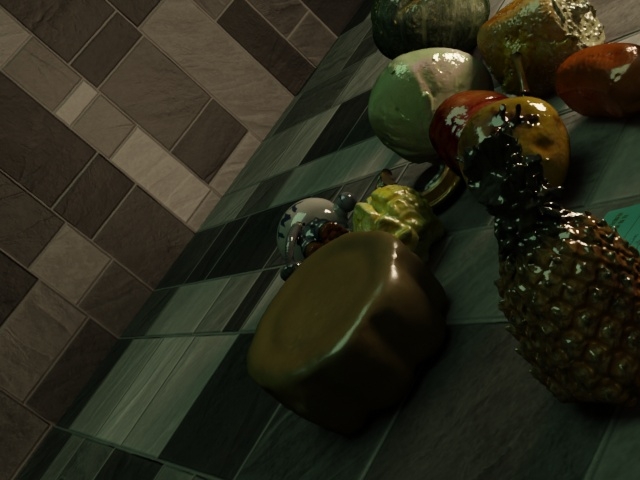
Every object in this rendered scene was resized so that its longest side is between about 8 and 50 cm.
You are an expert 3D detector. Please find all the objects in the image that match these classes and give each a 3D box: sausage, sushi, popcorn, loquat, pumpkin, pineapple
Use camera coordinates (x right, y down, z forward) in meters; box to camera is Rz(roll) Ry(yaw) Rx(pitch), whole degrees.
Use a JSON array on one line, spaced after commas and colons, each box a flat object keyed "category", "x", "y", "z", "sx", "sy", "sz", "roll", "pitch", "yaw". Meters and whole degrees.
[{"category": "sausage", "x": 0.518, "y": -0.290, "z": 1.544, "sx": 0.133, "sy": 0.133, "sz": 0.258, "roll": -49, "pitch": 18, "yaw": -2}, {"category": "sushi", "x": 0.163, "y": -0.143, "z": 2.188, "sx": 0.083, "sy": 0.044, "sz": 0.046, "roll": -75, "pitch": 10, "yaw": -56}, {"category": "popcorn", "x": 0.156, "y": -0.020, "z": 1.760, "sx": 0.167, "sy": 0.188, "sz": 0.185, "roll": 24, "pitch": 59, "yaw": 33}, {"category": "loquat", "x": 0.339, "y": -0.152, "z": 1.532, "sx": 0.213, "sy": 0.213, "sz": 0.213, "roll": -42, "pitch": 20, "yaw": 19}, {"category": "pumpkin", "x": 0.291, "y": -0.610, "z": 2.370, "sx": 0.291, "sy": 0.327, "sz": 0.258, "roll": -137, "pitch": 48, "yaw": -66}, {"category": "pineapple", "x": 0.290, "y": 0.027, "z": 1.093, "sx": 0.202, "sy": 0.362, "sz": 0.202, "roll": -35, "pitch": 5, "yaw": 4}]

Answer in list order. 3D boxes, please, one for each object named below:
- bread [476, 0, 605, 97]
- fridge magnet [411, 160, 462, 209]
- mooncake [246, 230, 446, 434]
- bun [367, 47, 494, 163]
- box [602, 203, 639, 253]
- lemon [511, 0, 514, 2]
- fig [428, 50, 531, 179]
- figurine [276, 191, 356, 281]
[{"category": "bread", "x": 0.462, "y": -0.418, "z": 1.807, "sx": 0.246, "sy": 0.195, "sz": 0.176, "roll": -30, "pitch": 22, "yaw": 43}, {"category": "fridge magnet", "x": 0.253, "y": -0.120, "z": 1.890, "sx": 0.143, "sy": 0.063, "sz": 0.143, "roll": -39, "pitch": 20, "yaw": 17}, {"category": "mooncake", "x": 0.056, "y": 0.169, "z": 1.582, "sx": 0.378, "sy": 0.201, "sz": 0.378, "roll": -38, "pitch": 25, "yaw": 21}, {"category": "bun", "x": 0.253, "y": -0.272, "z": 1.904, "sx": 0.293, "sy": 0.293, "sz": 0.187, "roll": -36, "pitch": 44, "yaw": 32}, {"category": "box", "x": 0.462, "y": -0.002, "z": 1.192, "sx": 0.162, "sy": 0.041, "sz": 0.229, "roll": -45, "pitch": 14, "yaw": -31}, {"category": "lemon", "x": 0.503, "y": -0.516, "z": 1.992, "sx": 0.187, "sy": 0.142, "sz": 0.142, "roll": -48, "pitch": 18, "yaw": 20}, {"category": "fig", "x": 0.351, "y": -0.227, "z": 1.729, "sx": 0.249, "sy": 0.186, "sz": 0.204, "roll": -32, "pitch": 32, "yaw": 0}, {"category": "figurine", "x": 0.004, "y": -0.002, "z": 2.039, "sx": 0.261, "sy": 0.186, "sz": 0.382, "roll": -44, "pitch": 14, "yaw": -3}]
